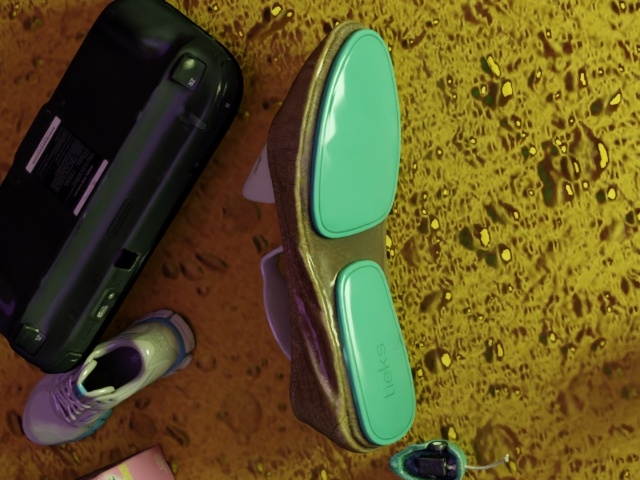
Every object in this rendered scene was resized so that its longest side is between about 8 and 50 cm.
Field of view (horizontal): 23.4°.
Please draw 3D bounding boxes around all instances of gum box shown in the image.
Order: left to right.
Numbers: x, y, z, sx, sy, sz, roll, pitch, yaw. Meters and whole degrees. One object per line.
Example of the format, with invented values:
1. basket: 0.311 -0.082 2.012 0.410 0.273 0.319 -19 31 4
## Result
1. gum box: -0.227 0.250 1.356 0.188 0.107 0.062 -26 88 25

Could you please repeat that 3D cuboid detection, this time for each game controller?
1. game controller: -0.190 -0.049 1.299 0.166 0.067 0.319 43 106 37

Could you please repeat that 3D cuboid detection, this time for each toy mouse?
1. toy mouse: 0.105 0.211 1.247 0.161 0.031 0.143 47 113 10

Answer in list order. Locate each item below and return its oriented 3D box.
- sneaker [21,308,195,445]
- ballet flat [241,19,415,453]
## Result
1. sneaker: -0.201 0.124 1.339 0.191 0.083 0.071 -37 85 25
2. ballet flat: 0.000 0.000 1.231 0.124 0.116 0.342 3 104 42
